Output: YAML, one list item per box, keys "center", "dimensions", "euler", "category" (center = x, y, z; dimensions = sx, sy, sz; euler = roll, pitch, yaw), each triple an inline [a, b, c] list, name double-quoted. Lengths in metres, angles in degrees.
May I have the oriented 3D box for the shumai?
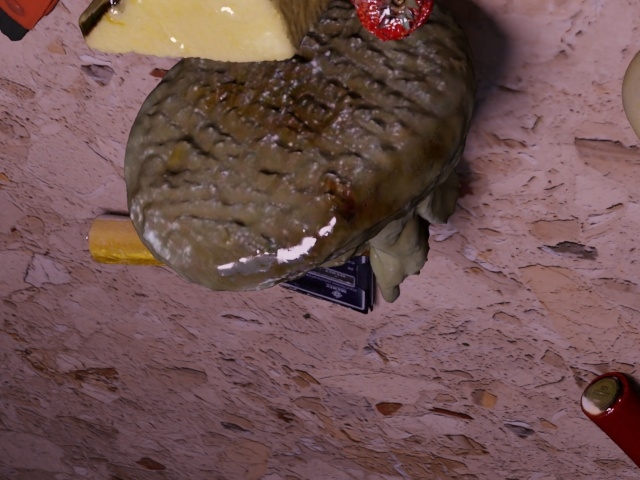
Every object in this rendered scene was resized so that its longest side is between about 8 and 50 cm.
- center: [0.008, -0.070, 1.250]
  dimensions: [0.324, 0.397, 0.323]
  euler: [52, 178, 33]
  category: "shumai"

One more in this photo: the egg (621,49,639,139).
- center: [0.388, -0.127, 1.072]
  dimensions: [0.201, 0.164, 0.164]
  euler: [24, 145, 11]
  category: "egg"

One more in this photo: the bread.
- center: [-0.111, -0.308, 1.070]
  dimensions: [0.236, 0.263, 0.198]
  euler: [2, 135, 30]
  category: "bread"

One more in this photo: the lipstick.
- center: [0.468, 0.287, 1.613]
  dimensions: [0.080, 0.080, 0.241]
  euler: [-19, 126, 45]
  category: "lipstick"

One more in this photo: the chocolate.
- center: [-0.241, 0.006, 1.695]
  dimensions: [0.219, 0.086, 0.086]
  euler: [6, 140, 19]
  category: "chocolate"

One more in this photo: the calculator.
- center: [0.000, 0.000, 1.582]
  dimensions: [0.165, 0.028, 0.274]
  euler: [15, 143, 14]
  category: "calculator"

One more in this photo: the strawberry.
- center: [0.065, -0.238, 1.090]
  dimensions: [0.083, 0.096, 0.083]
  euler: [-6, 119, -12]
  category: "strawberry"

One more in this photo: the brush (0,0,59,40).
- center: [-0.328, -0.332, 1.354]
  dimensions: [0.070, 0.051, 0.323]
  euler: [45, 144, -14]
  category: "brush"
